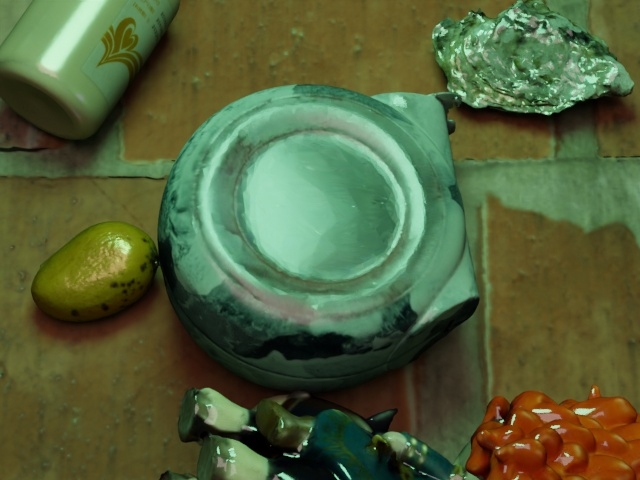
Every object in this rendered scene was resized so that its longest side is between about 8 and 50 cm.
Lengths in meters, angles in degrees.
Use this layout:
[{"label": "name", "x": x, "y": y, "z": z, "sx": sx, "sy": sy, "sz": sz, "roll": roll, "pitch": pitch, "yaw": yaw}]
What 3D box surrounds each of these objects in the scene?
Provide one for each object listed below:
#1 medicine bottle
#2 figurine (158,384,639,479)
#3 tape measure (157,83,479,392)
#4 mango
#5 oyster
[{"label": "medicine bottle", "x": -0.191, "y": -0.218, "z": 1.431, "sx": 0.114, "sy": 0.114, "sz": 0.252, "roll": 26, "pitch": 68, "yaw": 8}, {"label": "figurine", "x": 0.081, "y": 0.205, "z": 1.183, "sx": 0.412, "sy": 0.306, "sz": 0.241, "roll": 10, "pitch": 83, "yaw": 11}, {"label": "tape measure", "x": 0.000, "y": 0.000, "z": 1.330, "sx": 0.275, "sy": 0.147, "sz": 0.256, "roll": -3, "pitch": 63, "yaw": -9}, {"label": "mango", "x": -0.194, "y": 0.028, "z": 1.355, "sx": 0.114, "sy": 0.057, "sz": 0.079, "roll": -23, "pitch": 77, "yaw": -9}, {"label": "oyster", "x": 0.195, "y": -0.170, "z": 1.461, "sx": 0.177, "sy": 0.064, "sz": 0.124, "roll": -6, "pitch": 71, "yaw": -4}]
